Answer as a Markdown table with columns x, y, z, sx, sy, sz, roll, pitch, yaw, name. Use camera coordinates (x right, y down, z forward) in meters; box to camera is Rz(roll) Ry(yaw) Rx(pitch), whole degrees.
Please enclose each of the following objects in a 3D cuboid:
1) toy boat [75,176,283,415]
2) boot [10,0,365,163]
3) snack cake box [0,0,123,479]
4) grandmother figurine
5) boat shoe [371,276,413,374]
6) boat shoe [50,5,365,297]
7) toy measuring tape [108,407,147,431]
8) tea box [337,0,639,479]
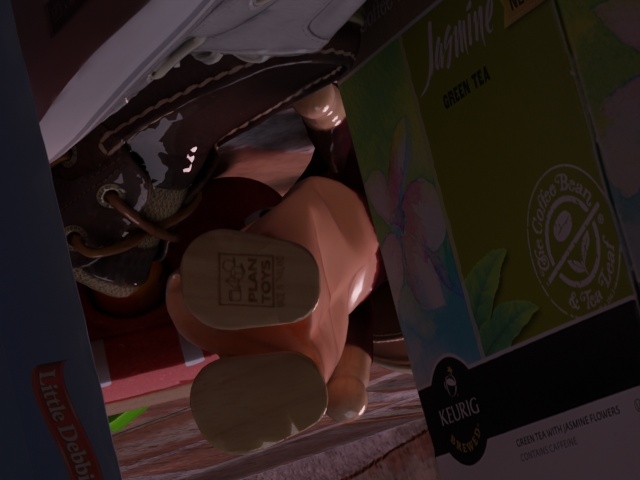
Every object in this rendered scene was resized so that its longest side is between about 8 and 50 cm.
| x | y | z | sx | sy | sz | roll | pitch | yaw | name |
| --- | --- | --- | --- | --- | --- | --- | --- | --- | --- |
| -0.126 | 0.016 | 1.237 | 0.231 | 0.151 | 0.151 | -14 | 140 | -4 | toy boat |
| -0.067 | -0.089 | 0.825 | 0.123 | 0.095 | 0.258 | 3 | 159 | -38 | boot |
| -0.155 | -0.002 | 0.705 | 0.089 | 0.264 | 0.152 | -11 | 168 | -19 | snack cake box |
| 0.000 | 0.000 | 1.135 | 0.104 | 0.207 | 0.342 | 8 | -165 | 11 | grandmother figurine |
| 0.140 | 0.042 | 1.757 | 0.324 | 0.123 | 0.116 | -13 | 139 | 38 | boat shoe |
| -0.110 | -0.030 | 0.988 | 0.342 | 0.123 | 0.123 | -22 | 167 | 31 | boat shoe |
| -0.086 | 0.017 | 1.400 | 0.330 | 0.121 | 0.121 | -38 | 168 | 0 | toy measuring tape |
| 0.220 | -0.022 | 0.951 | 0.329 | 0.323 | 0.220 | -11 | 168 | -26 | tea box |
